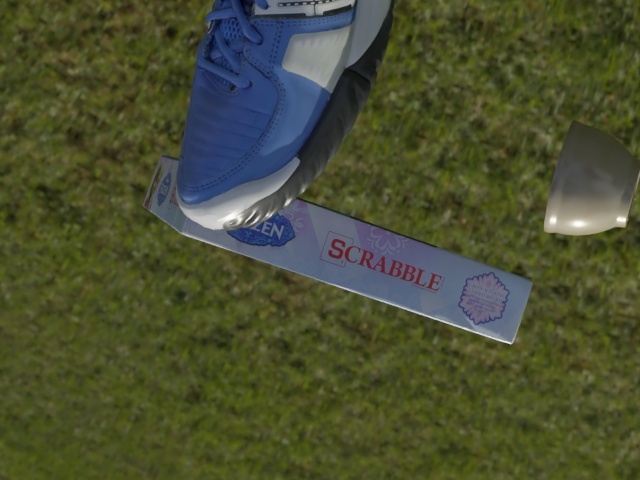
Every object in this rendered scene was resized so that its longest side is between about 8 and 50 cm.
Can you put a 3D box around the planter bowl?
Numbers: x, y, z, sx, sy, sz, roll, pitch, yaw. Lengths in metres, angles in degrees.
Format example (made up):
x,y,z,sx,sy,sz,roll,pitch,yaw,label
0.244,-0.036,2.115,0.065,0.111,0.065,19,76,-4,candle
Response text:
x,y,z,sx,sy,sz,roll,pitch,yaw,label
0.386,-0.077,1.653,0.109,0.162,0.162,15,144,15,planter bowl

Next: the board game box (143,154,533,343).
x,y,z,sx,sy,sz,roll,pitch,yaw,label
0.000,0.000,1.167,0.318,0.065,0.319,19,-179,-16,board game box

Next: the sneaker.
x,y,z,sx,sy,sz,roll,pitch,yaw,label
-0.015,-0.107,0.448,0.081,0.211,0.080,21,180,-41,sneaker
